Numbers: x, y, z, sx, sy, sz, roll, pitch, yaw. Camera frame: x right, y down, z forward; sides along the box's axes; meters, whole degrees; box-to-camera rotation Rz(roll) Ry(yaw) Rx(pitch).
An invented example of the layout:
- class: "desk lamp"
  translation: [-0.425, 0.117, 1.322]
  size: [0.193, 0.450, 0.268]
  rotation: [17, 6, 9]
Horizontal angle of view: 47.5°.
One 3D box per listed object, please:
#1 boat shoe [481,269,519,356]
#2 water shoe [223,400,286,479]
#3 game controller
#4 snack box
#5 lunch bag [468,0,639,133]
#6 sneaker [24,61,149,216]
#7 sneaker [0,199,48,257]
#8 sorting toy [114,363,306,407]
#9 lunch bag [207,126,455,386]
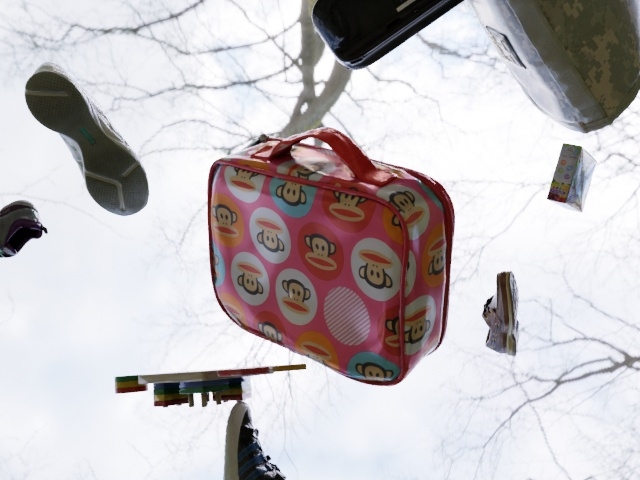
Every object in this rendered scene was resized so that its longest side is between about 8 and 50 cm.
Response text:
- class: "boat shoe"
  translation: [0.299, 0.124, 1.213]
  size: [0.060, 0.178, 0.064]
  rotation: [4, -140, 20]
- class: "water shoe"
  translation: [-0.080, 0.295, 0.894]
  size: [0.080, 0.073, 0.203]
  rotation: [2, -132, -6]
- class: "game controller"
  translation: [0.142, -0.426, 1.239]
  size: [0.319, 0.166, 0.067]
  rotation: [-33, -141, 10]
- class: "snack box"
  translation: [0.442, -0.107, 1.271]
  size: [0.037, 0.141, 0.100]
  rotation: [16, -86, 31]
- class: "lunch bag"
  translation: [0.279, -0.289, 0.866]
  size: [0.169, 0.235, 0.287]
  rotation: [-18, -148, 39]
- class: "sneaker"
  translation: [-0.194, -0.089, 0.628]
  size: [0.053, 0.152, 0.061]
  rotation: [-26, -146, 1]
- class: "sneaker"
  translation: [-0.623, 0.009, 1.355]
  size: [0.223, 0.083, 0.098]
  rotation: [-35, -131, -14]
- class: "sorting toy"
  translation: [-0.145, 0.196, 0.976]
  size: [0.274, 0.132, 0.046]
  rotation: [-11, -101, 36]
- class: "lunch bag"
  translation: [0.000, 0.000, 0.800]
  size: [0.293, 0.258, 0.120]
  rotation: [19, -147, 35]
